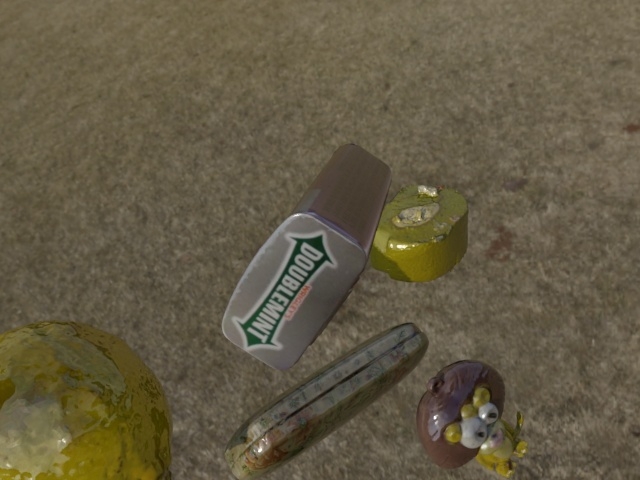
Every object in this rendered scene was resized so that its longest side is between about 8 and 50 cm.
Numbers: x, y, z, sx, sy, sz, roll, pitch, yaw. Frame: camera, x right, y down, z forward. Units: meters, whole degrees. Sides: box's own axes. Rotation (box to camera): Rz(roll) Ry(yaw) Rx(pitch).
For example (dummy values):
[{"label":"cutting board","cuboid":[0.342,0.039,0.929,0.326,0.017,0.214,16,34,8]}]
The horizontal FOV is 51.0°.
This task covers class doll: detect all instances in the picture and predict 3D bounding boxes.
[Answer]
[{"label":"doll","cuboid":[0.210,0.235,0.889,0.096,0.188,0.145,15,87,67]}]

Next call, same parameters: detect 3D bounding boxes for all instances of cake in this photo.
[{"label":"cake","cuboid":[0.229,-0.016,1.518,0.179,0.156,0.260,12,40,31]}]

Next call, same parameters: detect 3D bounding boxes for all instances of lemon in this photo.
[{"label":"lemon","cuboid":[-0.336,0.246,0.879,0.322,0.268,0.268,33,58,23]}]

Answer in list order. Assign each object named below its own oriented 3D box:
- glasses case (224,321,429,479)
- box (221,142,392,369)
[{"label":"glasses case","cuboid":[0.023,0.261,1.130,0.425,0.156,0.098,-25,67,-38]},{"label":"box","cuboid":[0.000,0.000,0.549,0.069,0.120,0.224,33,24,-2]}]
